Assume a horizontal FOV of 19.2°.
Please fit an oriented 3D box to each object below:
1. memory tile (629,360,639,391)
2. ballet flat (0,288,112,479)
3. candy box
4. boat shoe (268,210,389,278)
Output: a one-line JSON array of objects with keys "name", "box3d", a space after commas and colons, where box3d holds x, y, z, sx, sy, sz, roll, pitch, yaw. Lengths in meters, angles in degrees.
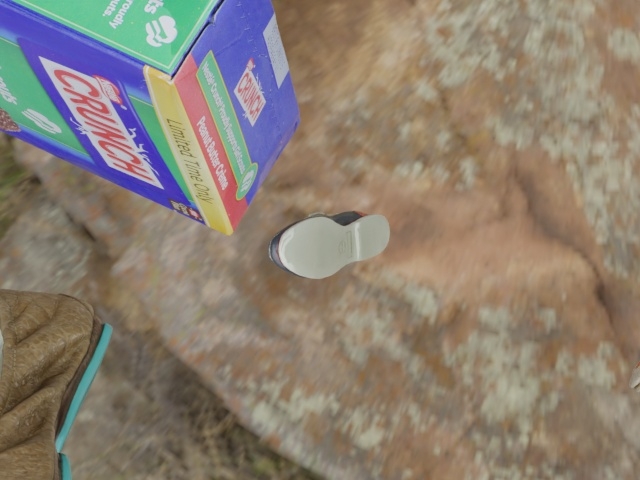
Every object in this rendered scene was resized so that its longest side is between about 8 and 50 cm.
[{"name": "memory tile", "box3d": [0.227, 0.042, 1.113, 0.012, 0.148, 0.113, 40, 85, 4]}, {"name": "ballet flat", "box3d": [-0.199, 0.123, 1.088, 0.124, 0.342, 0.116, 21, 118, -11]}, {"name": "candy box", "box3d": [-0.187, -0.155, 1.324, 0.317, 0.268, 0.122, 24, 72, 15]}, {"name": "boat shoe", "box3d": [0.000, 0.000, 1.472, 0.043, 0.137, 0.049, 9, 103, 35]}]
